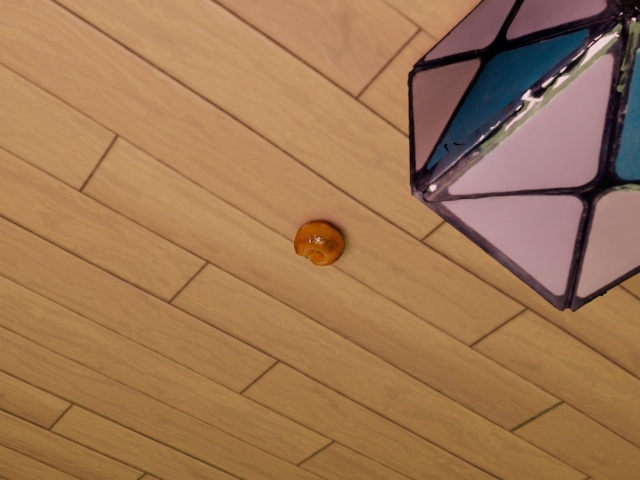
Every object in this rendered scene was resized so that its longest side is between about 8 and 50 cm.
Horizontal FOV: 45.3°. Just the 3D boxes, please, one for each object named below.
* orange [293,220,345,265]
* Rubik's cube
[{"bbox_3d":[0.000,0.000,1.263,0.086,0.062,0.086,9,148,6],"label":"orange"},{"bbox_3d":[0.306,-0.150,0.926,0.305,0.307,0.310,37,124,-22],"label":"Rubik's cube"}]
